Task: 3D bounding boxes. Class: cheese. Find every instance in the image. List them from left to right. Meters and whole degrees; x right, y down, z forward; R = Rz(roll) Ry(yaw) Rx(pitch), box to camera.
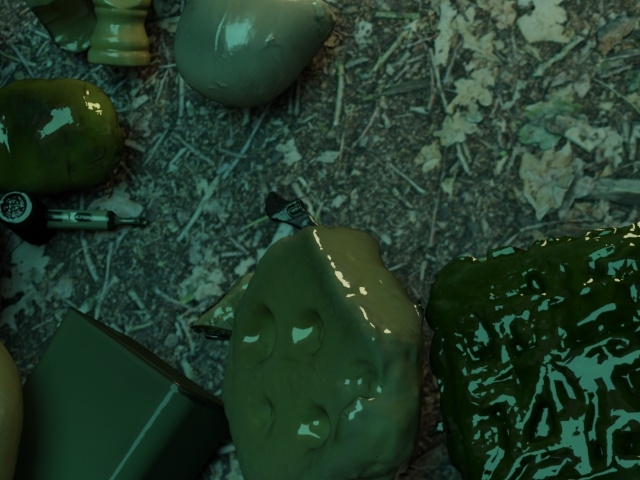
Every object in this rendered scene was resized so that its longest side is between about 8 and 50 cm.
[{"bbox_3d":[-0.389,-0.376,2.005,0.082,0.286,0.163,-27,64,4],"label":"cheese"},{"bbox_3d":[-0.101,-0.269,1.923,0.198,0.154,0.189,24,86,27],"label":"cheese"},{"bbox_3d":[0.002,0.144,1.657,0.318,0.115,0.326,3,86,57],"label":"cheese"}]

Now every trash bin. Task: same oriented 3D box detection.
[{"bbox_3d":[-0.298,0.287,1.777,0.223,0.158,0.343,32,84,29],"label":"trash bin"}]

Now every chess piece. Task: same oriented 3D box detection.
[{"bbox_3d":[-0.277,-0.343,2.010,0.090,0.090,0.200,8,102,24],"label":"chess piece"}]

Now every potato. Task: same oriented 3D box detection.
[{"bbox_3d":[-0.383,-0.143,1.995,0.248,0.143,0.169,-9,70,28],"label":"potato"}]

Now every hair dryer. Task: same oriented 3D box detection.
[{"bbox_3d":[-0.331,-0.031,1.964,0.197,0.100,0.057,1,77,6],"label":"hair dryer"}]

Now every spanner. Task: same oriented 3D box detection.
[{"bbox_3d":[0.000,0.000,1.855,0.046,0.012,0.208,-48,61,-1],"label":"spanner"}]

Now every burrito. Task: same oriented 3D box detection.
[{"bbox_3d":[-0.101,0.080,1.847,0.149,0.041,0.055,-42,47,6],"label":"burrito"}]

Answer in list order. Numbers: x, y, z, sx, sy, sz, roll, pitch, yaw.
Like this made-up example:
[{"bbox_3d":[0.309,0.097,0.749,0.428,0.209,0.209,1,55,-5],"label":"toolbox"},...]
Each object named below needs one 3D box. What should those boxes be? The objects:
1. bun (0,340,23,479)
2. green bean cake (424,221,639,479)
[{"bbox_3d":[-0.505,0.227,1.706,0.326,0.234,0.362,-50,47,5],"label":"bun"},{"bbox_3d":[0.283,0.150,1.567,0.335,0.218,0.319,-16,64,13],"label":"green bean cake"}]
